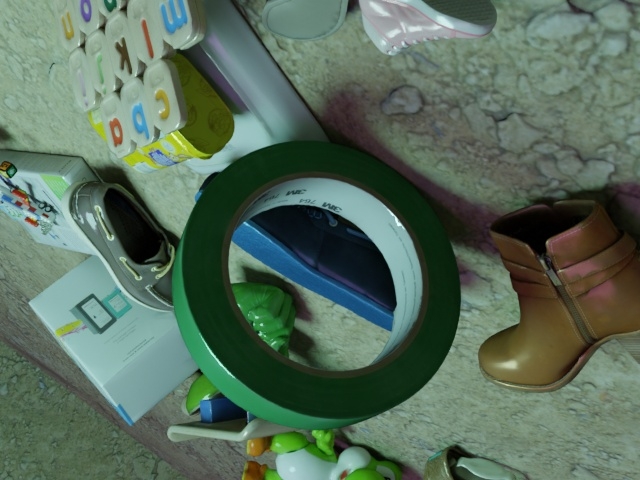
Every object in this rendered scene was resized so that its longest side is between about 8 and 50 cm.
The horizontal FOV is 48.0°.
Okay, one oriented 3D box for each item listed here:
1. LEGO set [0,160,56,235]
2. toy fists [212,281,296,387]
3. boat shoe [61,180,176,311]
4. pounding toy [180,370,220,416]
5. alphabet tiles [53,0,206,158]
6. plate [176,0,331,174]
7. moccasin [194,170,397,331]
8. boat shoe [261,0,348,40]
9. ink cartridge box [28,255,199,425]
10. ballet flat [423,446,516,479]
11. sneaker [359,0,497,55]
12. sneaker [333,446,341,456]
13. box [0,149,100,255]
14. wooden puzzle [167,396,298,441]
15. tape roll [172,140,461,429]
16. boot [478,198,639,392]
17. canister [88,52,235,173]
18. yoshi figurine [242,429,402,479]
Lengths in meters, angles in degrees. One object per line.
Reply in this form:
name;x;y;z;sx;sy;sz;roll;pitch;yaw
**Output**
LEGO set;-0.600;-0.086;1.341;0.244;0.060;0.182;-2;139;45
toy fists;-0.120;0.183;1.291;0.142;0.096;0.279;2;131;-8
boat shoe;-0.322;0.019;1.287;0.096;0.117;0.324;-1;136;36
pounding toy;-0.242;0.297;1.600;0.110;0.182;0.237;56;155;10
alphabet tiles;-0.210;-0.237;0.754;0.284;0.021;0.278;-11;93;50
plate;-0.159;-0.186;0.897;0.277;0.045;0.278;-4;135;45
moccasin;0.000;0.000;0.959;0.341;0.117;0.137;32;163;-8
boat shoe;-0.004;-0.245;0.657;0.075;0.065;0.206;11;170;-13
ink cartridge box;-0.418;0.193;1.484;0.270;0.197;0.198;38;155;28
ballet flat;0.363;0.495;1.369;0.342;0.116;0.124;28;131;16
sneaker;0.092;-0.194;0.640;0.134;0.051;0.070;28;146;23
sneaker;0.056;0.587;1.767;0.330;0.146;0.122;9;178;-5
box;-0.509;-0.069;1.392;0.321;0.058;0.232;10;144;36
wooden puzzle;-0.099;0.343;1.455;0.322;0.081;0.347;0;167;-37
tape roll;-0.001;0.045;0.809;0.321;0.321;0.077;35;150;-4
boot;0.250;0.068;0.816;0.220;0.109;0.283;44;146;-22
canister;-0.198;-0.147;0.873;0.169;0.073;0.126;-7;130;51
yoshi figurine;0.007;0.528;1.606;0.361;0.203;0.204;9;141;-1
